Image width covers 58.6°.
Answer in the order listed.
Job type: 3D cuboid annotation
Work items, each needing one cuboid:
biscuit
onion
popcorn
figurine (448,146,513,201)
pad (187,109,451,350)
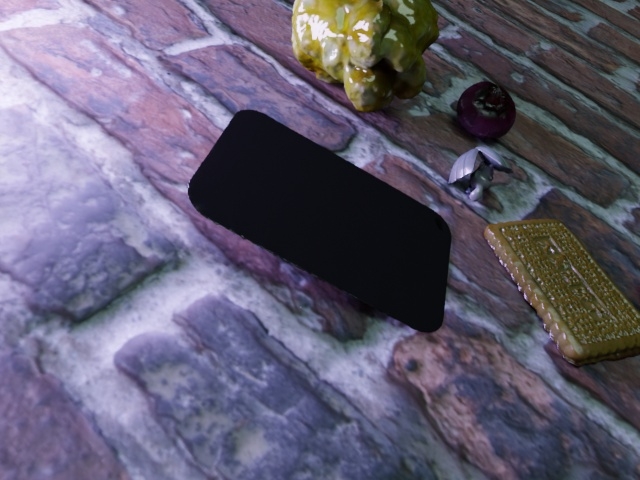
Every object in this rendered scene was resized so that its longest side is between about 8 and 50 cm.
[{"bbox_3d":[0.370,0.064,0.855,0.172,0.029,0.255,-5,50,-26],"label":"biscuit"},{"bbox_3d":[0.319,-0.251,1.086,0.115,0.104,0.115,4,62,-7],"label":"onion"},{"bbox_3d":[0.088,-0.359,1.015,0.276,0.225,0.277,-6,62,11],"label":"popcorn"},{"bbox_3d":[0.261,-0.110,0.951,0.082,0.086,0.094,41,3,-1],"label":"figurine"},{"bbox_3d":[0.000,0.000,0.777,0.375,0.063,0.315,29,42,-8],"label":"pad"}]
